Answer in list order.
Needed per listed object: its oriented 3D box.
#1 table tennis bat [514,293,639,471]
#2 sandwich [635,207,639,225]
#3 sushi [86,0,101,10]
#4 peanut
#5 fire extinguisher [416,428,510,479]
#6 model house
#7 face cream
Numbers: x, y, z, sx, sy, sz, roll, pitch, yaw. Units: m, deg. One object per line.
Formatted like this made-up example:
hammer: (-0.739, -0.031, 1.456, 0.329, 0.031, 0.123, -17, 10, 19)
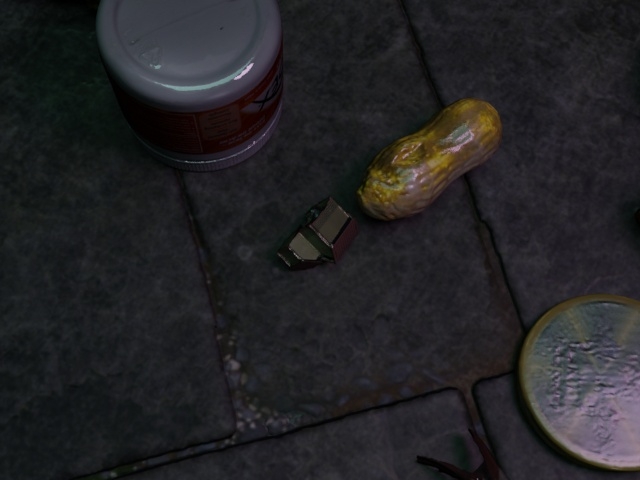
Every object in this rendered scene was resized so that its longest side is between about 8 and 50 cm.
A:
table tennis bat: (0.376, 0.164, 0.993, 0.321, 0.050, 0.198, 8, 68, 6)
sandwich: (0.437, 0.011, 1.008, 0.079, 0.113, 0.163, -18, 72, -8)
sushi: (-0.297, -0.359, 1.109, 0.213, 0.147, 0.114, 15, 70, 0)
peanut: (0.128, -0.093, 1.055, 0.207, 0.087, 0.087, -36, 75, -15)
fire extinguisher: (0.086, 0.340, 0.897, 0.147, 0.106, 0.337, 30, 69, 35)
model house: (0.000, 0.000, 1.040, 0.058, 0.057, 0.083, 44, 53, -13)
face cream: (-0.142, -0.205, 1.033, 0.201, 0.187, 0.201, 0, 70, -1)
